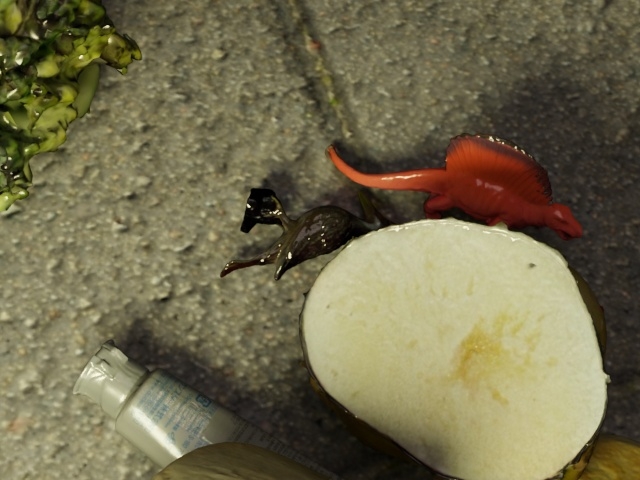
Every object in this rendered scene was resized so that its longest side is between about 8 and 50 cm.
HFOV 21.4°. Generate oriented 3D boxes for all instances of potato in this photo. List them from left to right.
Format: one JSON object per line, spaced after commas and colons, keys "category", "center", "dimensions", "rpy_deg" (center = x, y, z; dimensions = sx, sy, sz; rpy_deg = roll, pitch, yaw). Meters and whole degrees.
{"category": "potato", "center": [0.147, 0.114, 1.596], "dimensions": [0.300, 0.196, 0.246], "rpy_deg": [31, 89, 22]}

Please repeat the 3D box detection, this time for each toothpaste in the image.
{"category": "toothpaste", "center": [-0.098, 0.205, 1.611], "dimensions": [0.299, 0.073, 0.114], "rpy_deg": [35, 63, 6]}

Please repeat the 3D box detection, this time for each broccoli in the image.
{"category": "broccoli", "center": [-0.352, -0.201, 1.682], "dimensions": [0.334, 0.324, 0.272], "rpy_deg": [20, 37, 35]}

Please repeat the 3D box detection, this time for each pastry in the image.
{"category": "pastry", "center": [0.263, 0.244, 1.588], "dimensions": [0.156, 0.092, 0.156], "rpy_deg": [10, 32, -6]}

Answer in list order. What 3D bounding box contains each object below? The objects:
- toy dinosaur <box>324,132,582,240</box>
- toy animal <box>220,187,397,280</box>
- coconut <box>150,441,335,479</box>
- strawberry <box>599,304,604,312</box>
{"category": "toy dinosaur", "center": [0.140, -0.071, 1.738], "dimensions": [0.286, 0.139, 0.070], "rpy_deg": [22, 61, 8]}
{"category": "toy animal", "center": [-0.006, -0.009, 1.745], "dimensions": [0.202, 0.070, 0.105], "rpy_deg": [-1, 70, -13]}
{"category": "coconut", "center": [-0.049, 0.314, 1.396], "dimensions": [0.329, 0.329, 0.328], "rpy_deg": [2, 61, -4]}
{"category": "strawberry", "center": [0.238, 0.074, 1.705], "dimensions": [0.096, 0.083, 0.083], "rpy_deg": [-2, 61, -14]}
